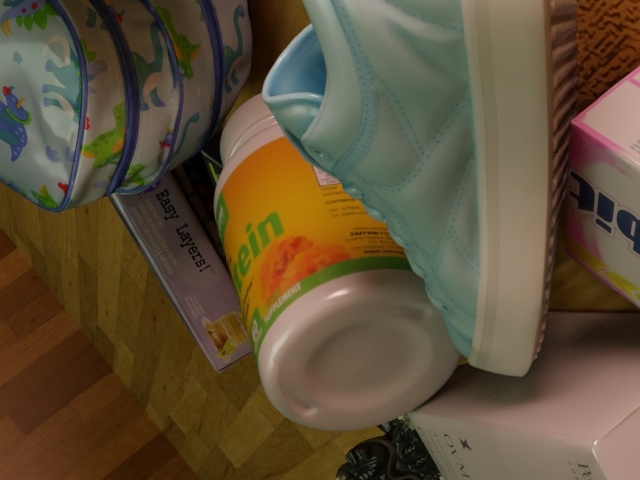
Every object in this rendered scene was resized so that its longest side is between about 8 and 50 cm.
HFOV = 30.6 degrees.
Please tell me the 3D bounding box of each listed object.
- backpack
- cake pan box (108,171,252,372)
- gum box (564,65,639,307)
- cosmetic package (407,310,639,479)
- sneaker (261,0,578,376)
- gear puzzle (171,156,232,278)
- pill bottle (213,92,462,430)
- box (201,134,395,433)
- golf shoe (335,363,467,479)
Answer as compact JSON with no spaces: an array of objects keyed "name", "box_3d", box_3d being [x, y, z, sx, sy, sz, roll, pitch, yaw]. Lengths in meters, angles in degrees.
[{"name":"backpack","box_3d":[-0.229,-0.181,0.936,0.355,0.273,0.290,26,125,1]},{"name":"cake pan box","box_3d":[-0.168,-0.008,1.253,0.246,0.070,0.267,64,171,-18]},{"name":"gum box","box_3d":[0.202,0.003,0.568,0.188,0.062,0.107,40,157,31]},{"name":"cosmetic package","box_3d":[0.202,0.171,0.733,0.224,0.138,0.224,60,158,-8]},{"name":"sneaker","box_3d":[0.053,-0.062,0.609,0.150,0.135,0.366,7,140,16]},{"name":"gear puzzle","box_3d":[-0.102,-0.007,1.262,0.339,0.044,0.175,63,171,-26]},{"name":"pill bottle","box_3d":[0.000,0.000,0.824,0.246,0.136,0.136,-111,2,-46]},{"name":"box","box_3d":[0.006,0.041,1.088,0.216,0.060,0.270,37,155,39]},{"name":"golf shoe","box_3d":[0.117,0.163,1.001,0.105,0.120,0.273,58,139,11]}]
